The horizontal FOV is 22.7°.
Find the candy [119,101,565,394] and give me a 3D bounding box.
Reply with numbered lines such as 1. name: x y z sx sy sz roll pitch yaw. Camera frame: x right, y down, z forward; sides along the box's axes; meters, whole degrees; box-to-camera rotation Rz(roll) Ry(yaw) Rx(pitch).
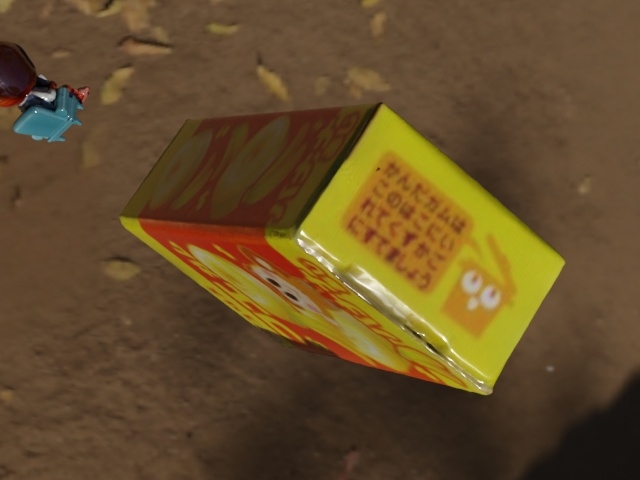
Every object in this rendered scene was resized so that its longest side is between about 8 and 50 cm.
1. candy: 0.000 0.000 0.904 0.146 0.276 0.088 37 76 -20

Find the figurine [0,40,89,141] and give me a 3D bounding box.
1. figurine: -0.321 -0.162 1.720 0.140 0.068 0.075 30 49 -30
